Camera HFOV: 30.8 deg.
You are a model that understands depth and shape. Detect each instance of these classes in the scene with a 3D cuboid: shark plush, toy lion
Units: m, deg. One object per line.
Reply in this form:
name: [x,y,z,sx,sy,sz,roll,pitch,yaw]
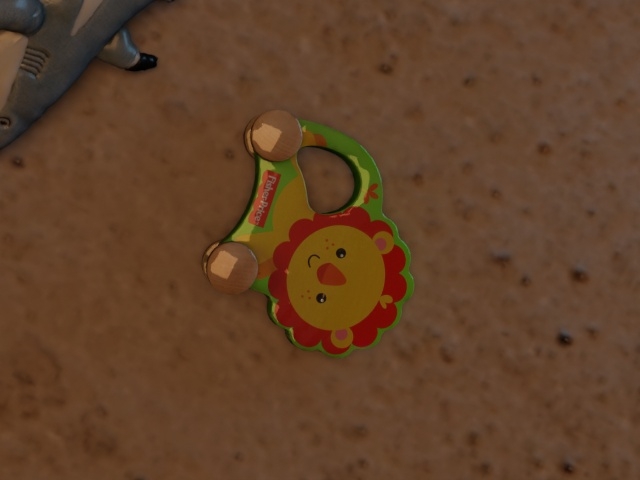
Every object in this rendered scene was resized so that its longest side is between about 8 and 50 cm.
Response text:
shark plush: [-0.099,-0.103,0.528,0.161,0.073,0.067,-34,113,-24]
toy lion: [0.000,0.000,0.533,0.096,0.034,0.100,18,88,-11]
